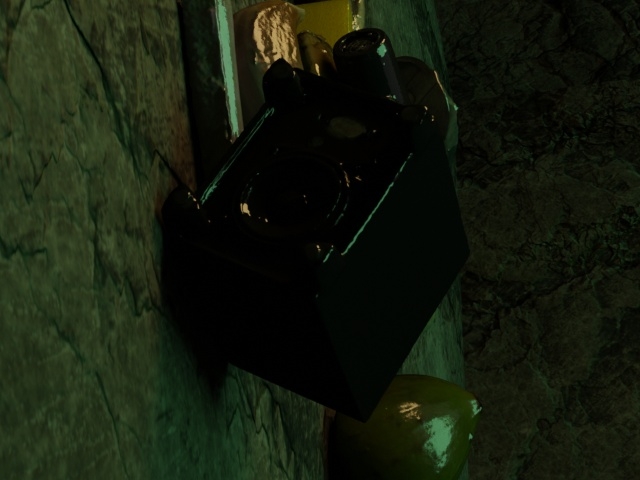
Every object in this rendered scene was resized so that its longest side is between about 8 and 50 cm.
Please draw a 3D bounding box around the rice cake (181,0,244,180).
[{"bbox_3d":[-0.101,-0.126,1.400,0.055,0.049,0.270,-3,87,-79],"label":"rice cake"}]

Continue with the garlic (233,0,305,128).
[{"bbox_3d":[-0.044,-0.161,1.470,0.090,0.128,0.198,-44,-116,51],"label":"garlic"}]

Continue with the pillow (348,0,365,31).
[{"bbox_3d":[0.029,-0.225,1.958,0.148,0.050,0.230,114,-19,-55],"label":"pillow"}]

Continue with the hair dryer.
[{"bbox_3d":[0.082,-0.129,1.481,0.255,0.070,0.128,-115,-177,-58],"label":"hair dryer"}]

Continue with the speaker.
[{"bbox_3d":[0.000,0.000,1.325,0.232,0.184,0.254,-56,148,-24],"label":"speaker"}]

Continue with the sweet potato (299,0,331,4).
[{"bbox_3d":[-0.020,-0.460,1.994,0.108,0.079,0.346,-173,-107,-70],"label":"sweet potato"}]

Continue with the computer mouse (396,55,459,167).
[{"bbox_3d":[0.149,-0.180,2.436,0.203,0.114,0.374,56,-14,22],"label":"computer mouse"}]

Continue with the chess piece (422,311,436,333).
[{"bbox_3d":[0.159,0.085,2.470,0.243,0.133,0.133,75,13,-57],"label":"chess piece"}]

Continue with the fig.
[{"bbox_3d":[0.127,0.277,1.911,0.203,0.225,0.203,157,-90,-83],"label":"fig"}]

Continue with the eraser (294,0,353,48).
[{"bbox_3d":[-0.003,-0.265,1.884,0.045,0.097,0.122,66,19,-57],"label":"eraser"}]

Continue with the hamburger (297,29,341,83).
[{"bbox_3d":[-0.012,-0.119,1.648,0.265,0.134,0.285,-58,143,-70],"label":"hamburger"}]
